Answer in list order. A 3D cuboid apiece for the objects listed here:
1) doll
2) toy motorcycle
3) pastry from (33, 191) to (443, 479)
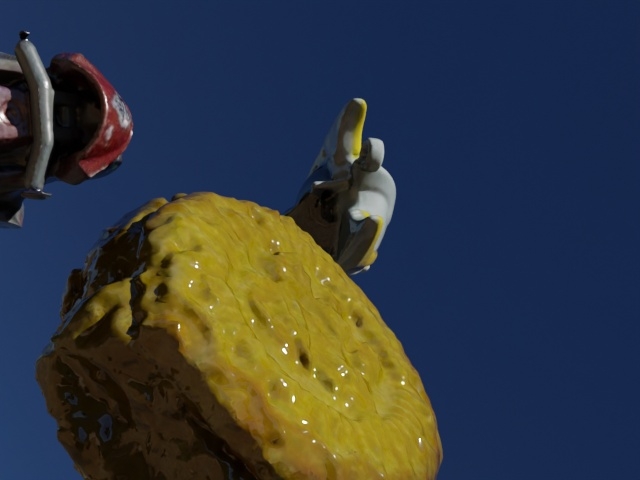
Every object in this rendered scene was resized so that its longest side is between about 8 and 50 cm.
[{"bbox_3d":[0.001,0.004,1.121,0.103,0.145,0.316,29,-41,-5],"label":"doll"},{"bbox_3d":[-0.184,-0.051,0.540,0.122,0.213,0.082,-20,-106,51],"label":"toy motorcycle"},{"bbox_3d":[-0.040,0.077,0.609,0.132,0.235,0.240,-45,-115,11],"label":"pastry"}]
